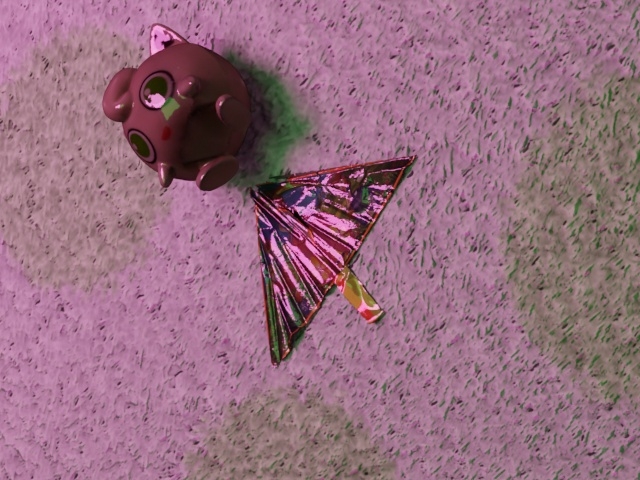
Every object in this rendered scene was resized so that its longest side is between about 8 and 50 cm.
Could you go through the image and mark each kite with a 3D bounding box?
[{"bbox_3d":[0.000,0.000,1.678,0.183,0.014,0.241,50,115,26],"label":"kite"}]

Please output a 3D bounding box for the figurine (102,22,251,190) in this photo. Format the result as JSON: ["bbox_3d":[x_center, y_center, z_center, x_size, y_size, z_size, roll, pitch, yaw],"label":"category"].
[{"bbox_3d":[-0.124,-0.114,1.706,0.138,0.125,0.125,37,110,33],"label":"figurine"}]
